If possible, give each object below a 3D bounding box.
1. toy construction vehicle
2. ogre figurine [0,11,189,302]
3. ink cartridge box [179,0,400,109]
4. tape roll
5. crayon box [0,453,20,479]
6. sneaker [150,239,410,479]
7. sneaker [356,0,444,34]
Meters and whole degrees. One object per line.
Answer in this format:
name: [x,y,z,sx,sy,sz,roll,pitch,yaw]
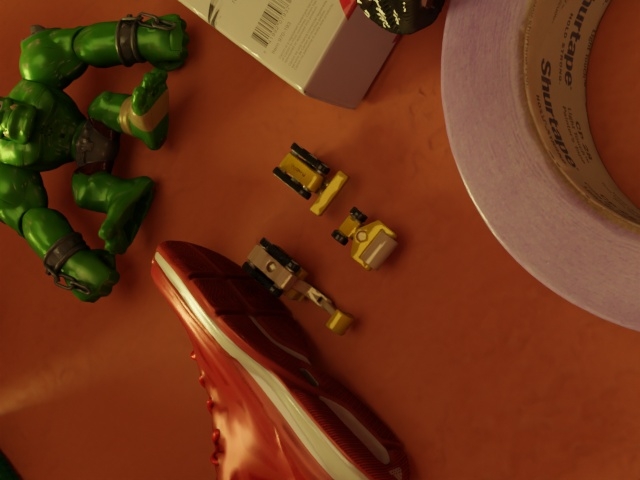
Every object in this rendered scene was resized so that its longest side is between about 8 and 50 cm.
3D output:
toy construction vehicle: [0.000,0.000,0.723,0.098,0.035,0.086,37,95,27]
ogre figurine: [-0.170,-0.067,0.806,0.118,0.097,0.197,17,111,16]
ink cartridge box: [-0.017,-0.168,0.726,0.150,0.063,0.109,40,107,30]
tape roll: [0.199,-0.089,0.562,0.275,0.090,0.275,-3,85,33]
crayon box: [-0.359,0.266,0.854,0.081,0.165,0.278,42,108,30]
sneaker: [-0.059,0.109,0.718,0.221,0.087,0.128,48,110,28]
sneaker: [0.080,-0.254,0.589,0.106,0.162,0.281,40,142,57]
